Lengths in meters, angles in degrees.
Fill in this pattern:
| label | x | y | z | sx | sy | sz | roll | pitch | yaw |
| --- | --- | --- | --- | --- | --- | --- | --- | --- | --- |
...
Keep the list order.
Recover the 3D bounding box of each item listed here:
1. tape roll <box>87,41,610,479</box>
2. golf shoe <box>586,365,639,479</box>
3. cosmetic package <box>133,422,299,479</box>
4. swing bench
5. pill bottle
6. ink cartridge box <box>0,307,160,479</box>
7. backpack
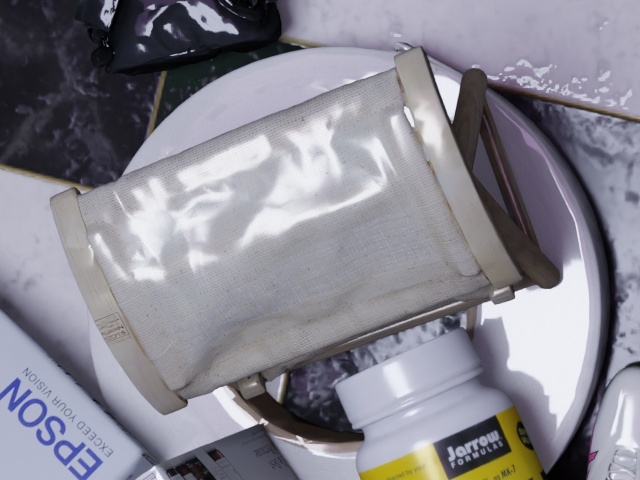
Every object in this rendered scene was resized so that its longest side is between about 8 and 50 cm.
| label | x | y | z | sx | sy | sz | roll | pitch | yaw |
| --- | --- | --- | --- | --- | --- | --- | --- | --- | --- |
| tape roll | 0.019 | 0.048 | 1.475 | 0.392 | 0.072 | 0.392 | 0 | 91 | 14 |
| golf shoe | 0.222 | 0.183 | 1.421 | 0.067 | 0.086 | 0.186 | 4 | 91 | 16 |
| cosmetic package | -0.066 | 0.189 | 1.342 | 0.060 | 0.239 | 0.099 | -35 | 84 | 12 |
| swing bench | 0.000 | 0.000 | 1.311 | 0.253 | 0.254 | 0.165 | -21 | 87 | 14 |
| pill bottle | 0.096 | 0.173 | 1.362 | 0.119 | 0.119 | 0.208 | -26 | 86 | 14 |
| ink cartridge box | -0.343 | 0.175 | 1.471 | 0.324 | 0.071 | 0.330 | 40 | 81 | 20 |
| backpack | -0.111 | -0.222 | 1.479 | 0.152 | 0.115 | 0.182 | -12 | 87 | 3 |
